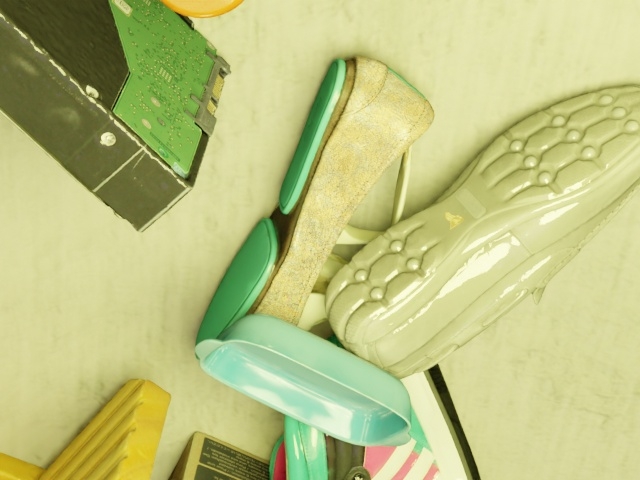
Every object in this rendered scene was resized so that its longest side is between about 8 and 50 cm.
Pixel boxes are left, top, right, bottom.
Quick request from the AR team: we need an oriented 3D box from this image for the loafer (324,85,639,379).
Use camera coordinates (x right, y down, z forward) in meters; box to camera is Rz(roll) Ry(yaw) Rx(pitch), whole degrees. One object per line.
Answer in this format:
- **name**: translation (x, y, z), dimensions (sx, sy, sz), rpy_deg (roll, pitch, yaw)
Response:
- **loafer**: translation (0.151, -0.004, 1.182), dimensions (0.319, 0.112, 0.111), rpy_deg (-35, 133, 5)

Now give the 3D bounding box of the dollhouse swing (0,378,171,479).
- **dollhouse swing**: translation (-0.336, 0.240, 1.228), dimensions (0.315, 0.347, 0.305), rpy_deg (23, 119, -8)

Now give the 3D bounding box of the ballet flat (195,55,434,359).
- **ballet flat**: translation (0.000, 0.000, 1.214), dimensions (0.106, 0.107, 0.316), rpy_deg (21, 120, -15)

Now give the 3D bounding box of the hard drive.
- **hard drive**: translation (-0.213, -0.181, 1.053), dimensions (0.064, 0.237, 0.339), rpy_deg (-40, 110, 23)

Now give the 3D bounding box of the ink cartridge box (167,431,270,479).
- **ink cartridge box**: translation (-0.085, 0.322, 1.403), dimensions (0.193, 0.088, 0.235), rpy_deg (25, 117, -8)

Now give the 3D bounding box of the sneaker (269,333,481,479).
- **sneaker**: translation (0.044, 0.211, 1.309), dimensions (0.178, 0.124, 0.295), rpy_deg (-19, 108, 9)

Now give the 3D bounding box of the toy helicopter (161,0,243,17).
- **toy helicopter**: translation (-0.044, -0.341, 1.037), dimensions (0.355, 0.140, 0.235), rpy_deg (-41, 100, 12)

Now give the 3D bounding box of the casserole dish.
- **casserole dish**: translation (-0.009, 0.109, 1.173), dimensions (0.188, 0.037, 0.114), rpy_deg (27, 153, -14)
